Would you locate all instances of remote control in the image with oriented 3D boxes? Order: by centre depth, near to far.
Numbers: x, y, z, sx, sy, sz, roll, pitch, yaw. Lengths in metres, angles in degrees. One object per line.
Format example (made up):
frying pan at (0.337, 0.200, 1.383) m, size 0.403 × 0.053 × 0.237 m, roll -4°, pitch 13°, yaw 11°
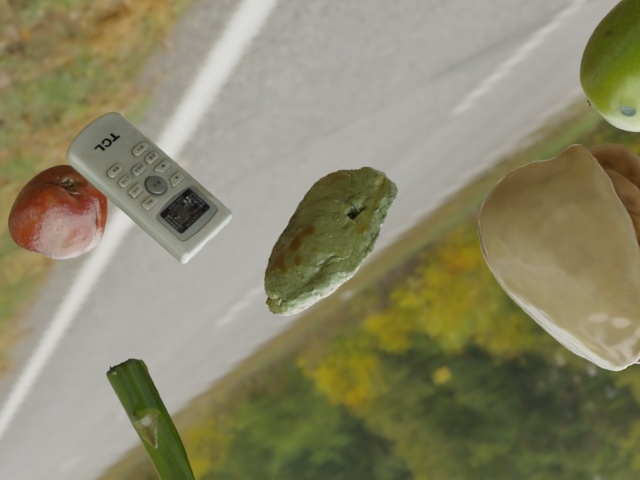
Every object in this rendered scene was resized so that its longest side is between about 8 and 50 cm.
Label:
remote control at (-0.193, -0.063, 2.034) m, size 0.087 × 0.190 × 0.029 m, roll -43°, pitch 171°, yaw -33°

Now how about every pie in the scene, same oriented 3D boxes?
pie at (0.000, 0.000, 2.505) m, size 0.201 × 0.090 × 0.248 m, roll -23°, pitch -147°, yaw 44°

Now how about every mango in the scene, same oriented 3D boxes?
mango at (0.411, -0.237, 2.064) m, size 0.175 × 0.143 × 0.293 m, roll -3°, pitch 146°, yaw -44°

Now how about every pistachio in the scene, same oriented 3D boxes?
pistachio at (0.277, 0.018, 1.849) m, size 0.193 × 0.214 × 0.318 m, roll -1°, pitch -152°, yaw -19°

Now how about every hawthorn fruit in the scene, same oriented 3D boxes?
hawthorn fruit at (-0.325, -0.034, 2.267) m, size 0.128 × 0.128 × 0.128 m, roll -27°, pitch 176°, yaw -2°

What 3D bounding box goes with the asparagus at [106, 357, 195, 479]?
asparagus at (-0.159, 0.199, 1.827) m, size 0.041 × 0.178 × 0.045 m, roll -27°, pitch 170°, yaw -8°
